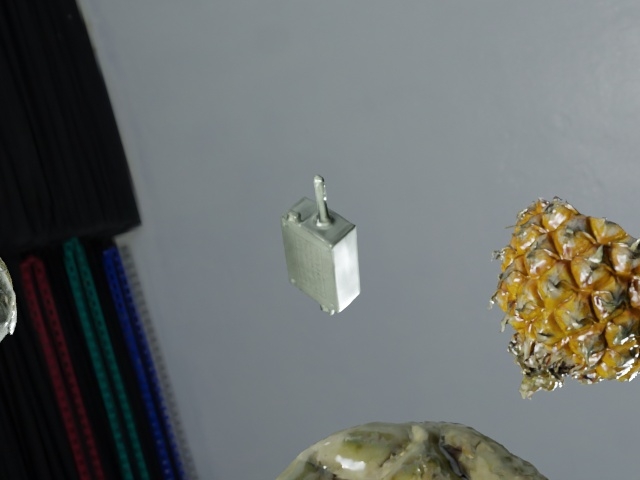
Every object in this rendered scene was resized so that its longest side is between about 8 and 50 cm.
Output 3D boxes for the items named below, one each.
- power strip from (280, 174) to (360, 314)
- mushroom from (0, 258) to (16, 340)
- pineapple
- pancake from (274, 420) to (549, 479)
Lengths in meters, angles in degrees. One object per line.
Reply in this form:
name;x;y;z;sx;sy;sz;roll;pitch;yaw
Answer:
power strip;0.000;0.000;0.965;0.075;0.175;0.042;32;-123;29
mushroom;-0.352;0.123;0.802;0.278;0.099;0.096;-55;-156;6
pineapple;0.394;0.121;1.422;0.286;0.344;0.209;-57;169;-4
pancake;0.080;0.332;0.901;0.387;0.082;0.386;-8;-133;9
